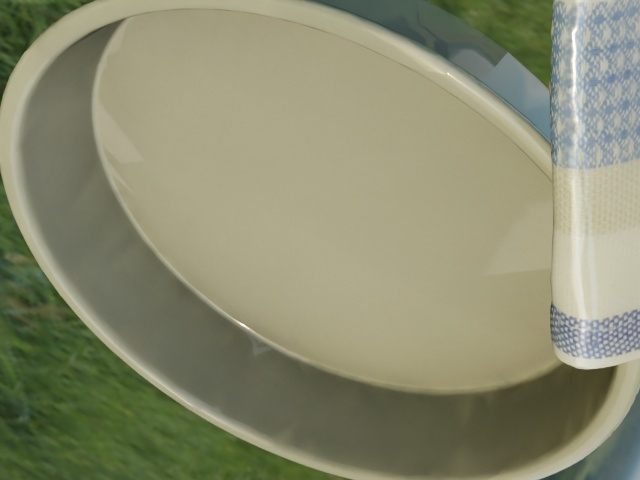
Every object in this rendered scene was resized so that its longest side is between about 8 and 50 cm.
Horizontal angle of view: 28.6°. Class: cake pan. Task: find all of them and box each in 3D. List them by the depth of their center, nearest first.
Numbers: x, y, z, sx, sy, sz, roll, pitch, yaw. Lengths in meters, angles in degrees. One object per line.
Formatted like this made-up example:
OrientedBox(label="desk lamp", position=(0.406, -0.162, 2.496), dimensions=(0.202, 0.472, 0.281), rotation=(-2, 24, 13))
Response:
OrientedBox(label="cake pan", position=(0.000, 0.000, 0.547), dimensions=(0.293, 0.293, 0.054), rotation=(96, 18, -49))

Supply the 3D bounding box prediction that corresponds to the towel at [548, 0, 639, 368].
OrientedBox(label="towel", position=(0.159, -0.102, 0.380), dimensions=(0.209, 0.034, 0.285), rotation=(-15, 120, -16))
